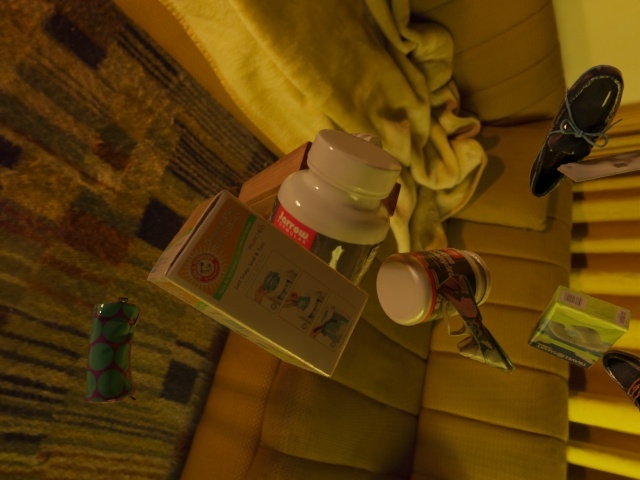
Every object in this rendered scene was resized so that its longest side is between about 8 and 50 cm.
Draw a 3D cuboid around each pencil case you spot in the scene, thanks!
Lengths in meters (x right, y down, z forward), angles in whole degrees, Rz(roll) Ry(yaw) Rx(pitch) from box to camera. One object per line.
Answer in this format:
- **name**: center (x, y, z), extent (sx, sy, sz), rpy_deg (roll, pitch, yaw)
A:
- **pencil case**: center (-0.311, 0.166, 0.648), extent (0.070, 0.064, 0.151), rpy_deg (4, 69, -22)

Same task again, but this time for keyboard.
- **keyboard**: center (0.696, -0.179, 1.008), extent (0.072, 0.256, 0.014), rpy_deg (-107, -173, -49)

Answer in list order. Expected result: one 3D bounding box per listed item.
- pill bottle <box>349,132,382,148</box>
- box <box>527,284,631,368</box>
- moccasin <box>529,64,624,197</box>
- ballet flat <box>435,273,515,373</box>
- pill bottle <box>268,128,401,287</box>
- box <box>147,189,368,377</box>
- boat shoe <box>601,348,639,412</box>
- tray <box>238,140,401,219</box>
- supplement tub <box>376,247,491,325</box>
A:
- **pill bottle**: center (0.101, -0.266, 1.239), extent (0.086, 0.152, 0.085), rpy_deg (-10, 106, -40)
- **box**: center (0.439, 0.159, 0.748), extent (0.042, 0.109, 0.178), rpy_deg (-54, 154, -31)
- **moccasin**: center (0.608, -0.235, 1.022), extent (0.116, 0.138, 0.341), rpy_deg (-57, 158, -35)
- **ballet flat**: center (0.284, 0.169, 0.816), extent (0.221, 0.079, 0.077), rpy_deg (59, 5, -8)
- **pill bottle**: center (0.000, 0.000, 0.672), extent (0.176, 0.176, 0.318), rpy_deg (-18, 138, -53)
- **box**: center (-0.068, 0.051, 0.476), extent (0.203, 0.114, 0.103), rpy_deg (37, 68, -22)
- **boat shoe**: center (0.530, 0.248, 0.694), extent (0.083, 0.183, 0.065), rpy_deg (3, 119, -30)
- **tray**: center (-0.032, -0.093, 0.944), extent (0.203, 0.411, 0.076), rpy_deg (21, 79, -23)
- **supplement tub**: center (0.309, 0.119, 1.172), extent (0.273, 0.191, 0.190), rpy_deg (-4, 92, -32)
